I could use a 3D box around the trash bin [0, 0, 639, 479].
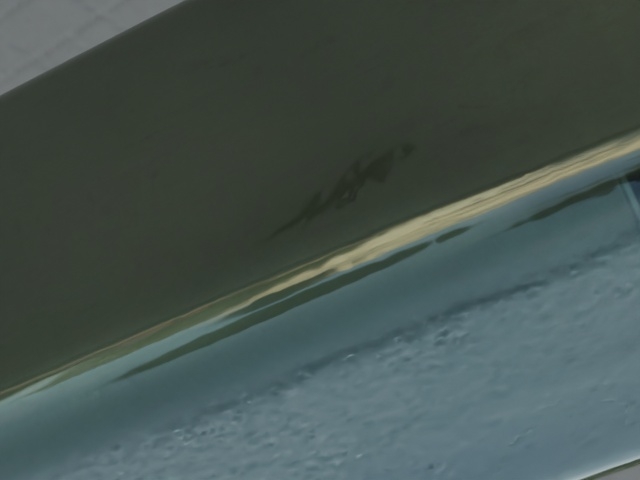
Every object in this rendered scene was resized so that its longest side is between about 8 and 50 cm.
[{"bbox_3d":[0.000,0.000,0.472,0.240,0.164,0.122,-22,132,10],"label":"trash bin"}]
